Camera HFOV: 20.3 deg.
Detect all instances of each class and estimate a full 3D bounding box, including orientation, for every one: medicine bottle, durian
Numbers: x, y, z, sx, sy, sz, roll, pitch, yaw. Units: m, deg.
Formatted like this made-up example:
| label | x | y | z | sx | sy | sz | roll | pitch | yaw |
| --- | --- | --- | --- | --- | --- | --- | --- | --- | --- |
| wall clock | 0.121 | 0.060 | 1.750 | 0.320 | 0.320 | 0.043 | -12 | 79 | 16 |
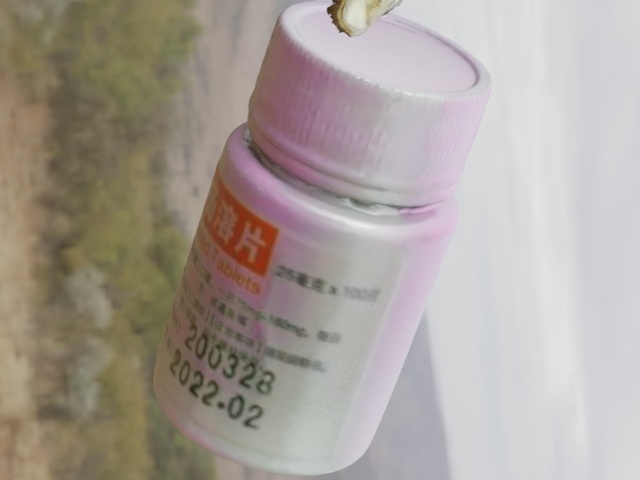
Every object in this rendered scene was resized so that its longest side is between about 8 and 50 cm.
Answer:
| label | x | y | z | sx | sy | sz | roll | pitch | yaw |
| --- | --- | --- | --- | --- | --- | --- | --- | --- | --- |
| medicine bottle | 0.000 | 0.000 | 1.591 | 0.219 | 0.219 | 0.388 | -91 | -162 | -62 |
| durian | 0.042 | -0.202 | 1.181 | 0.071 | 0.110 | 0.140 | 46 | -32 | 5 |
